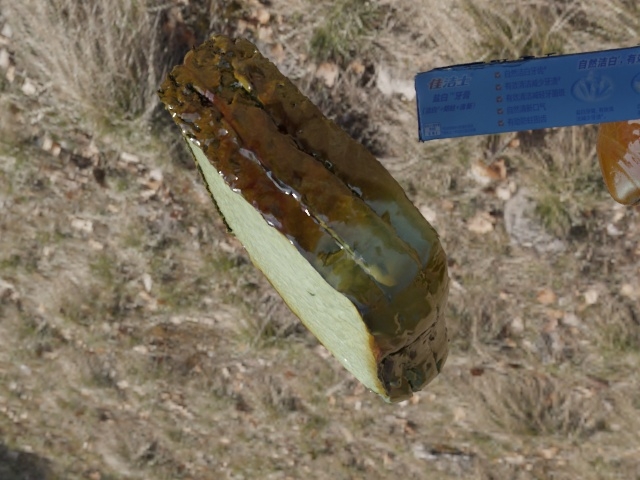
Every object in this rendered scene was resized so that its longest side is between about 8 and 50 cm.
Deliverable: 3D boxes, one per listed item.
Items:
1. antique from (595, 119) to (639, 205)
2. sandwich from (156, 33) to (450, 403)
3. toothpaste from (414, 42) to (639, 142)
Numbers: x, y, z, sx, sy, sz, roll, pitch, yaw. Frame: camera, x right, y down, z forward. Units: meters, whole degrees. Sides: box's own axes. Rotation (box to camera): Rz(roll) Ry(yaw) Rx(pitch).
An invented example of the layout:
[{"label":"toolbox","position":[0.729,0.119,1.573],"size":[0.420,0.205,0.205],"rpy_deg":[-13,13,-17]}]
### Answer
[{"label":"antique","position":[0.572,-0.173,1.255],"size":[0.129,0.223,0.278],"rpy_deg":[-10,144,-26]},{"label":"sandwich","position":[0.000,0.000,0.661],"size":[0.271,0.099,0.301],"rpy_deg":[43,167,23]},{"label":"toothpaste","position":[0.220,-0.132,0.670],"size":[0.272,0.066,0.053],"rpy_deg":[-5,-169,10]}]
